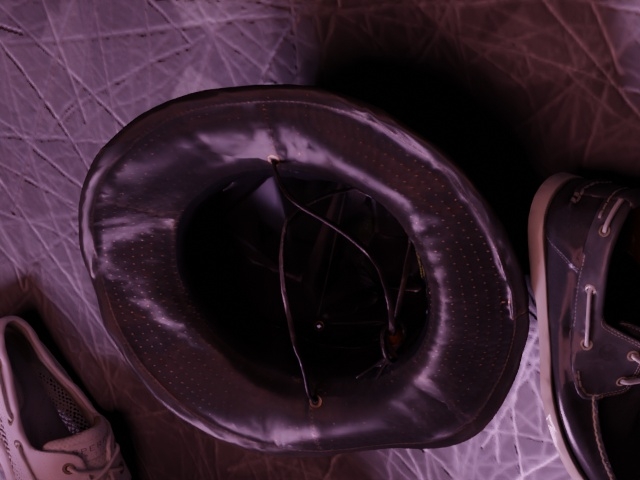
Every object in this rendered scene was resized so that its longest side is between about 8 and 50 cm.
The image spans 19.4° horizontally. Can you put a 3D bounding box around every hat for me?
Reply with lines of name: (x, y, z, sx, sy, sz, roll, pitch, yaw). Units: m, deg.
hat: (0.000, 0.000, 1.316, 0.331, 0.134, 0.331, 12, 127, 16)

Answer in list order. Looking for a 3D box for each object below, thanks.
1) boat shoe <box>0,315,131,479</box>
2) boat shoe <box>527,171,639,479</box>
boat shoe: (-0.220, 0.189, 1.629, 0.277, 0.098, 0.096, 54, 136, 3)
boat shoe: (0.192, 0.071, 1.232, 0.079, 0.084, 0.233, 7, 115, 37)
